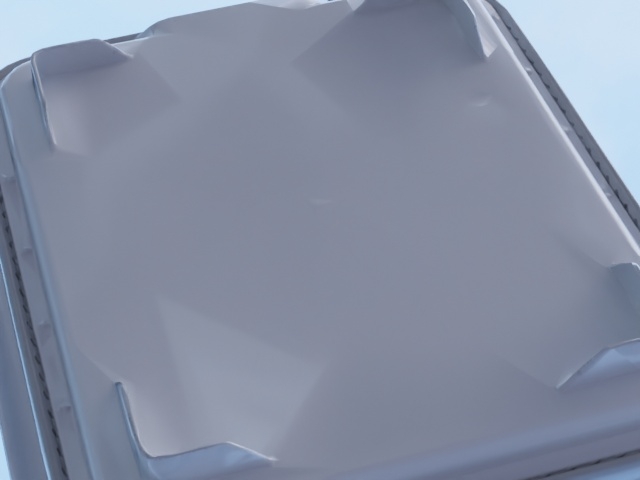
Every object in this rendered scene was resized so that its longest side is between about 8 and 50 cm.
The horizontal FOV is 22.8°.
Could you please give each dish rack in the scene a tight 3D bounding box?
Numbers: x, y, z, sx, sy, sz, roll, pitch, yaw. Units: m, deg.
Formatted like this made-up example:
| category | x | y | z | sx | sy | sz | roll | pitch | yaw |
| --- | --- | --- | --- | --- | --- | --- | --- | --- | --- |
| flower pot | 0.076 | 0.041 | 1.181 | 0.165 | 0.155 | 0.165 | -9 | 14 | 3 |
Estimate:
| category | x | y | z | sx | sy | sz | roll | pitch | yaw |
| --- | --- | --- | --- | --- | --- | --- | --- | --- | --- |
| dish rack | 0.000 | 0.000 | 0.647 | 0.286 | 0.072 | 0.333 | -13 | -136 | -10 |
